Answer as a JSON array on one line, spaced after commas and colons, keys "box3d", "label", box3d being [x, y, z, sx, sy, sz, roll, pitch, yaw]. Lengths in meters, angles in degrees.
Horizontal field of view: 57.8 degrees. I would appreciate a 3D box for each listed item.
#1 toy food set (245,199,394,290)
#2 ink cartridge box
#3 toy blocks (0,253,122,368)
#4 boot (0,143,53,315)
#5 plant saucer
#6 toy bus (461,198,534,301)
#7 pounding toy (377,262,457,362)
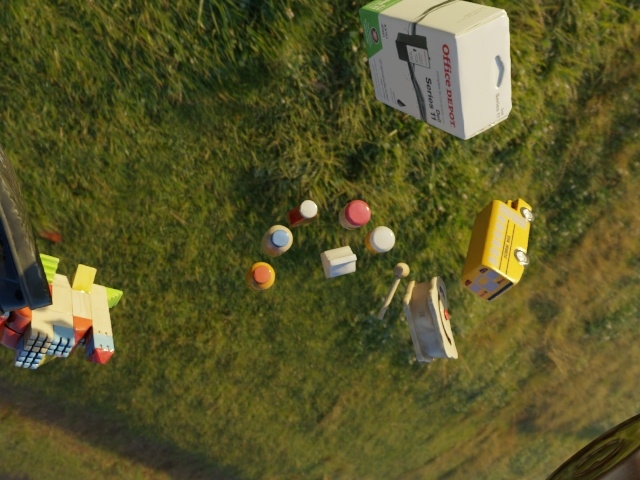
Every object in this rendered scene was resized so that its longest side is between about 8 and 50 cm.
[{"box3d": [0.000, 0.000, 0.839, 0.232, 0.111, 0.104, -13, 176, -11], "label": "toy food set"}, {"box3d": [0.157, -0.250, 0.809, 0.087, 0.208, 0.153, -31, 130, -16], "label": "ink cartridge box"}, {"box3d": [-0.664, 0.193, 1.397, 0.381, 0.261, 0.191, 22, 114, -37], "label": "toy blocks"}, {"box3d": [-0.583, -0.002, 0.874, 0.260, 0.131, 0.348, -15, 114, -20], "label": "boot"}, {"box3d": [0.399, 0.318, 0.803, 0.310, 0.050, 0.310, -32, 160, -13], "label": "plant saucer"}, {"box3d": [0.472, 0.008, 1.541, 0.130, 0.332, 0.108, 32, 136, -5], "label": "toy bus"}, {"box3d": [0.241, 0.182, 1.469, 0.155, 0.269, 0.154, -14, 180, 24], "label": "pounding toy"}]
